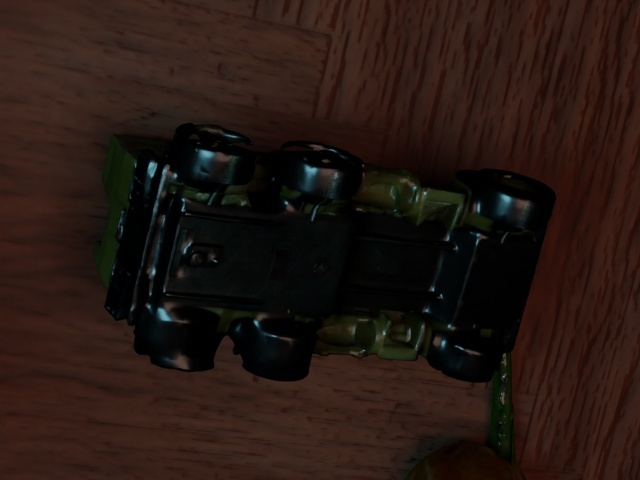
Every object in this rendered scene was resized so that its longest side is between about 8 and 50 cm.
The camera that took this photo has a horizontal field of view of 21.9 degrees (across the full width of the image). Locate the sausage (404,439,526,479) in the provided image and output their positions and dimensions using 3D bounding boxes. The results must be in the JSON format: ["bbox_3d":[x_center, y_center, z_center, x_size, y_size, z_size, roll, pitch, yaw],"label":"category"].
[{"bbox_3d":[0.041,0.266,1.032,0.089,0.083,0.300,29,90,-3],"label":"sausage"}]

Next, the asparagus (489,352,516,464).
[{"bbox_3d":[0.117,0.078,1.054,0.023,0.022,0.232,7,107,21],"label":"asparagus"}]

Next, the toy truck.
[{"bbox_3d":[0.004,0.002,0.932,0.257,0.127,0.127,6,107,-24],"label":"toy truck"}]
